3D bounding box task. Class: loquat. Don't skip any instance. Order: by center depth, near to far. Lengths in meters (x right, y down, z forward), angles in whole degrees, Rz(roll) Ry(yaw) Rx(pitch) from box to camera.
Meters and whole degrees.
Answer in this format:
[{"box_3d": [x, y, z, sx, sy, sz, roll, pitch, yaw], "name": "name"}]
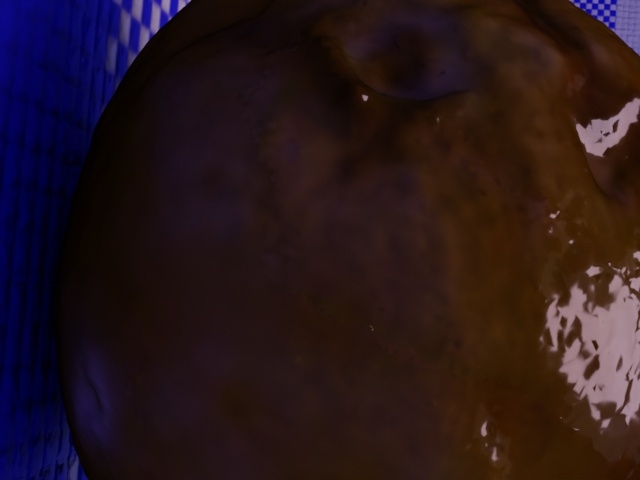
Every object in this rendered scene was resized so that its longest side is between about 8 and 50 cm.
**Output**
[{"box_3d": [0.017, 0.023, 0.474, 0.284, 0.276, 0.276, 115, -15, -61], "name": "loquat"}]
